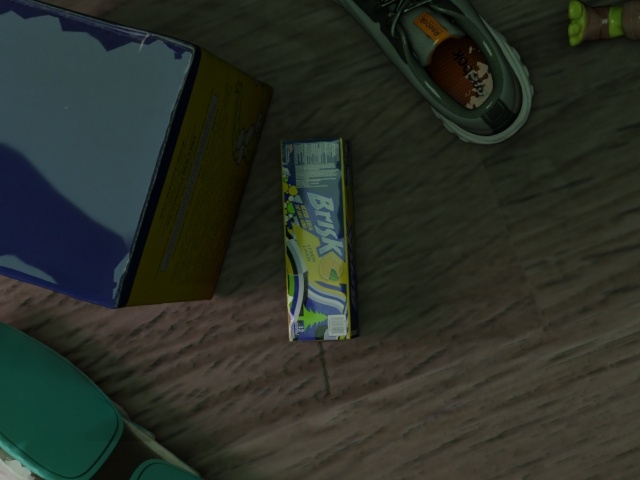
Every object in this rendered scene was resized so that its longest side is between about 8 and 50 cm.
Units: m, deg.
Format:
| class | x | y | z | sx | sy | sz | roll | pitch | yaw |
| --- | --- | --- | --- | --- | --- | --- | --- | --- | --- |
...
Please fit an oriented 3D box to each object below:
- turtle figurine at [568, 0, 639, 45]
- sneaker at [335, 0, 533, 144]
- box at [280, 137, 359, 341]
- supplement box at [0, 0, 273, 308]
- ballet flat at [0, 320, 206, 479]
| class | x | y | z | sx | sy | sz | roll | pitch | yaw |
| --- | --- | --- | --- | --- | --- | --- | --- | --- | --- |
| turtle figurine | 0.314 | -0.213 | 1.580 | 0.217 | 0.087 | 0.269 | 9 | 122 | 14 |
| sneaker | 0.074 | -0.197 | 1.611 | 0.100 | 0.108 | 0.271 | -42 | 83 | 7 |
| box | 0.000 | 0.000 | 1.642 | 0.054 | 0.059 | 0.169 | -2 | 89 | 9 |
| supplement box | -0.177 | -0.070 | 1.516 | 0.194 | 0.356 | 0.195 | 17 | 92 | 7 |
| ballet flat | -0.183 | 0.222 | 1.635 | 0.409 | 0.147 | 0.147 | 34 | 94 | 7 |
